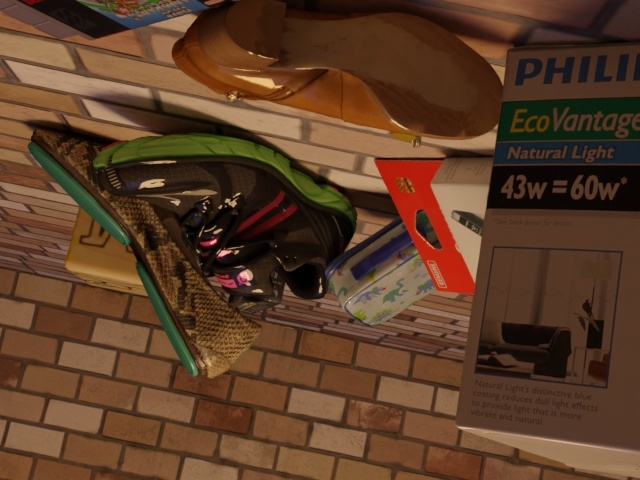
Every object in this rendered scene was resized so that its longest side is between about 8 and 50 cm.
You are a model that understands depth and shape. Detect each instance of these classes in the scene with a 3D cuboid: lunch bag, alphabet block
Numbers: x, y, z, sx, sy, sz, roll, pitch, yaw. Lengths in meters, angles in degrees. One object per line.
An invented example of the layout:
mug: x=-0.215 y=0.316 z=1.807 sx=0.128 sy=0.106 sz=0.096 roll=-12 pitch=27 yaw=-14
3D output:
lunch bag: x=0.123 y=0.036 z=1.603 sx=0.219 sy=0.090 sz=0.176 roll=-35 pitch=155 yaw=9
alphabet block: x=-0.317 y=-0.007 z=1.819 sx=0.197 sy=0.193 sz=0.192 roll=11 pitch=167 yaw=2

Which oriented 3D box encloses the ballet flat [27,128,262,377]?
ballet flat: x=-0.258 y=-0.010 z=1.644 sx=0.483 sy=0.182 sz=0.164 roll=55 pitch=164 yaw=-7

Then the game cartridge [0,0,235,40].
game cartridge: x=-0.215 y=-0.254 z=0.868 sx=0.355 sy=0.068 sz=0.230 roll=-1 pitch=159 yaw=46

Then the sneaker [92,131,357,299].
sneaker: x=-0.119 y=-0.026 z=1.501 sx=0.185 sy=0.202 sz=0.483 roll=-1 pitch=164 yaw=44

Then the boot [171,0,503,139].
boot: x=0.011 y=-0.165 z=1.004 sx=0.295 sy=0.104 sz=0.211 roll=14 pitch=178 yaw=-18

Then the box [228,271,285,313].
box: x=-0.101 y=0.029 z=1.803 sx=0.059 sy=0.183 sz=0.233 roll=14 pitch=169 yaw=-12

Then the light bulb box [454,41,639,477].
light bulb box: x=0.316 y=0.041 z=1.002 sx=0.225 sy=0.361 sz=0.358 roll=3 pitch=166 yaw=30

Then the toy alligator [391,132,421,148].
toy alligator: x=0.085 y=-0.139 z=1.119 sx=0.051 sy=0.056 sz=0.189 roll=10 pitch=168 yaw=8

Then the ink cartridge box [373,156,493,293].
ink cartridge box: x=0.208 y=0.005 z=1.394 sx=0.239 sy=0.060 sz=0.275 roll=2 pitch=136 yaw=36
